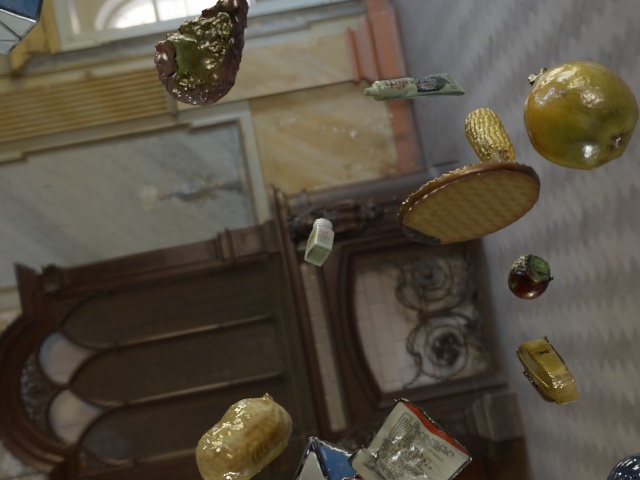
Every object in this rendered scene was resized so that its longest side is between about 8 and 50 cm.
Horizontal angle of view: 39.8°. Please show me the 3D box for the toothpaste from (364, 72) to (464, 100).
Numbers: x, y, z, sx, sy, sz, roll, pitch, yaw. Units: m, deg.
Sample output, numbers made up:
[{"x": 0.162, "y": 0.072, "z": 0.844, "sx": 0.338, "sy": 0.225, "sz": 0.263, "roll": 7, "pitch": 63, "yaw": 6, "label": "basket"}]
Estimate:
[{"x": 0.181, "y": -0.298, "z": 1.726, "sx": 0.060, "sy": 0.233, "sz": 0.038, "roll": 61, "pitch": 144, "yaw": 26, "label": "toothpaste"}]

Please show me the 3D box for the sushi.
[{"x": -0.217, "y": -0.371, "z": 1.771, "sx": 0.161, "sy": 0.241, "sz": 0.107, "roll": 60, "pitch": -173, "yaw": 5, "label": "sushi"}]

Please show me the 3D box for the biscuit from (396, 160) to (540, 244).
[{"x": 0.320, "y": -0.079, "z": 1.913, "sx": 0.318, "sy": 0.317, "sz": 0.040, "roll": 87, "pitch": 171, "yaw": -64, "label": "biscuit"}]

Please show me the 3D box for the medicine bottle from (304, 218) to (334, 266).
[{"x": 0.000, "y": 0.000, "z": 2.311, "sx": 0.118, "sy": 0.055, "sz": 0.074, "roll": -79, "pitch": 14, "yaw": -46, "label": "medicine bottle"}]

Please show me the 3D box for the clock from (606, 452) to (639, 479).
[{"x": 0.669, "y": 0.513, "z": 1.708, "sx": 0.146, "sy": 0.200, "sz": 0.243, "roll": 28, "pitch": -175, "yaw": -45, "label": "clock"}]

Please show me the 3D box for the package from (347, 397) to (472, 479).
[{"x": 0.156, "y": 0.390, "z": 1.584, "sx": 0.040, "sy": 0.166, "sz": 0.232, "roll": -41, "pitch": -14, "yaw": -52, "label": "package"}]

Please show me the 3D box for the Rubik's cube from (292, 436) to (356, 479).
[{"x": 0.084, "y": 0.696, "z": 2.176, "sx": 0.307, "sy": 0.305, "sz": 0.310, "roll": -66, "pitch": -23, "yaw": -15, "label": "Rubik's cube"}]

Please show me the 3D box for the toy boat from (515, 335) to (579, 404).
[{"x": 0.415, "y": 0.244, "z": 1.611, "sx": 0.226, "sy": 0.068, "sz": 0.088, "roll": -107, "pitch": 6, "yaw": -74, "label": "toy boat"}]

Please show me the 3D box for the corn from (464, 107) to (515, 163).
[{"x": 0.420, "y": -0.247, "z": 2.205, "sx": 0.293, "sy": 0.106, "sz": 0.106, "roll": -88, "pitch": -9, "yaw": -62, "label": "corn"}]

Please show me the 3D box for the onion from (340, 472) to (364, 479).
[{"x": 0.049, "y": 0.610, "z": 1.899, "sx": 0.135, "sy": 0.173, "sz": 0.198, "roll": 60, "pitch": -144, "yaw": -11, "label": "onion"}]

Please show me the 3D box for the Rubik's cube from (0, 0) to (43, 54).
[{"x": -0.599, "y": -0.472, "z": 1.545, "sx": 0.207, "sy": 0.205, "sz": 0.205, "roll": -12, "pitch": 68, "yaw": 53, "label": "Rubik's cube"}]

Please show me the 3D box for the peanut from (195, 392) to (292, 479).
[{"x": -0.139, "y": 0.366, "z": 1.631, "sx": 0.224, "sy": 0.129, "sz": 0.129, "roll": -39, "pitch": -53, "yaw": -50, "label": "peanut"}]

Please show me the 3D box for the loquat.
[{"x": 0.488, "y": -0.256, "z": 1.716, "sx": 0.246, "sy": 0.213, "sz": 0.213, "roll": 51, "pitch": 160, "yaw": 32, "label": "loquat"}]

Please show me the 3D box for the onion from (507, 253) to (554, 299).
[{"x": 0.544, "y": 0.101, "z": 2.313, "sx": 0.117, "sy": 0.118, "sz": 0.119, "roll": -57, "pitch": -34, "yaw": -49, "label": "onion"}]
